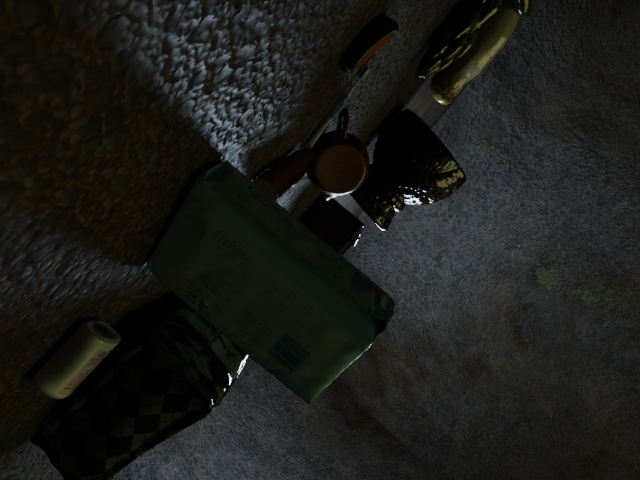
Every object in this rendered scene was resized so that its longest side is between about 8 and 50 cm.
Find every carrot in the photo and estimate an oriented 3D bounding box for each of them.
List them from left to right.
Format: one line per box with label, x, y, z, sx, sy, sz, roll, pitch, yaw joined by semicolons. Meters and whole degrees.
carrot;-0.049;-0.103;0.849;0.139;0.048;0.048;-45;174;-46

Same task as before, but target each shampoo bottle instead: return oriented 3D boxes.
shampoo bottle;-0.289;0.142;0.650;0.099;0.043;0.072;-47;175;-5

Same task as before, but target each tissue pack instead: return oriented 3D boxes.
tissue pack;-0.061;0.052;0.660;0.177;0.263;0.089;-51;178;34

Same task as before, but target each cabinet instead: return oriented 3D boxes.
cabinet;0.000;0.000;1.525;0.175;0.148;0.215;-47;171;-11

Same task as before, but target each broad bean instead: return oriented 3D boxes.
broad bean;0.522;-0.653;1.391;0.227;0.069;0.039;84;7;-63

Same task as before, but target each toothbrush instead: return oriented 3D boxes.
toothbrush;0.026;-0.209;0.879;0.162;0.014;0.017;-50;-171;20

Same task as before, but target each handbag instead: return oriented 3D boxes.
handbag;-0.260;0.230;0.984;0.317;0.180;0.416;-41;-178;16

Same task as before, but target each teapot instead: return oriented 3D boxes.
teapot;0.028;-0.143;0.955;0.116;0.116;0.173;-40;143;-61

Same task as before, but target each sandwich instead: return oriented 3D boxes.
sandwich;0.065;-0.262;0.742;0.101;0.026;0.069;-46;180;5

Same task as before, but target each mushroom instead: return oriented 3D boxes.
mushroom;0.440;-0.540;1.557;0.351;0.095;0.123;-50;-161;20

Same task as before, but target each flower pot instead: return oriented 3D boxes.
flower pot;0.215;-0.180;1.518;0.267;0.266;0.266;-39;177;9

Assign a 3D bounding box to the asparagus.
asparagus;0.296;-0.439;1.122;0.287;0.080;0.080;-48;175;7
